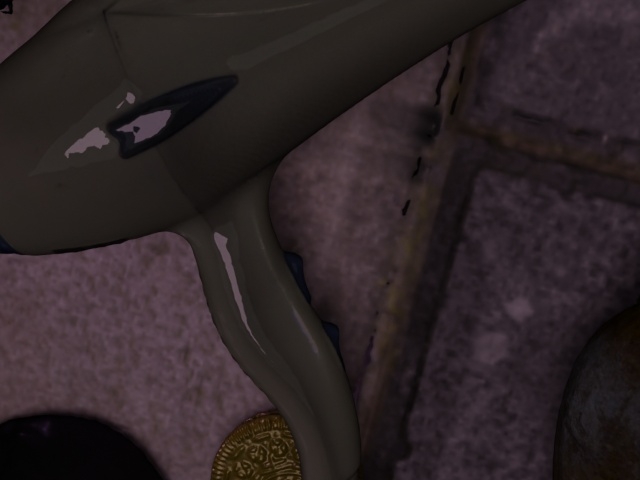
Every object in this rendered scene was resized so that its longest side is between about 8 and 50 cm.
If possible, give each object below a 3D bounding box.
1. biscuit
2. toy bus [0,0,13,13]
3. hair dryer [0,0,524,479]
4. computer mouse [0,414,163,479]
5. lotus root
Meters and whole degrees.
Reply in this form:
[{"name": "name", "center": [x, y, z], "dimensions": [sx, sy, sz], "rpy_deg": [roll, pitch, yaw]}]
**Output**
[{"name": "biscuit", "center": [-0.018, 0.133, 0.644], "dimensions": [0.084, 0.023, 0.084], "rpy_deg": [2, 105, 9]}, {"name": "toy bus", "center": [-0.200, -0.154, 0.505], "dimensions": [0.096, 0.199, 0.108], "rpy_deg": [4, 102, 7]}, {"name": "hair dryer", "center": [0.013, -0.038, 0.564], "dimensions": [0.298, 0.119, 0.296], "rpy_deg": [43, 100, -14]}, {"name": "computer mouse", "center": [-0.193, 0.219, 0.665], "dimensions": [0.147, 0.088, 0.264], "rpy_deg": [33, 109, 1]}, {"name": "lotus root", "center": [0.173, 0.094, 0.574], "dimensions": [0.113, 0.088, 0.192], "rpy_deg": [6, 105, 14]}]
